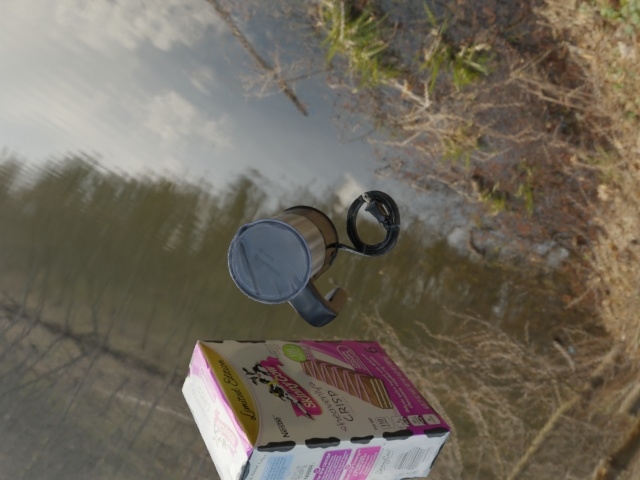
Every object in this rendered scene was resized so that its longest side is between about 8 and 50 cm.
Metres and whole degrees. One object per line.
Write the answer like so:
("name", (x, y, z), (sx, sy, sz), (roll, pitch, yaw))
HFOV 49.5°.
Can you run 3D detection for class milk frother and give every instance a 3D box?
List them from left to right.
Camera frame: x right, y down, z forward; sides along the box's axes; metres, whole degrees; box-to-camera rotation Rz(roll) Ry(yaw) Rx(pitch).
("milk frother", (0.000, 0.000, 0.713), (0.129, 0.143, 0.135), (36, -166, 5))

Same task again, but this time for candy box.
("candy box", (-0.005, 0.174, 0.717), (0.233, 0.071, 0.159), (4, -153, -33))
